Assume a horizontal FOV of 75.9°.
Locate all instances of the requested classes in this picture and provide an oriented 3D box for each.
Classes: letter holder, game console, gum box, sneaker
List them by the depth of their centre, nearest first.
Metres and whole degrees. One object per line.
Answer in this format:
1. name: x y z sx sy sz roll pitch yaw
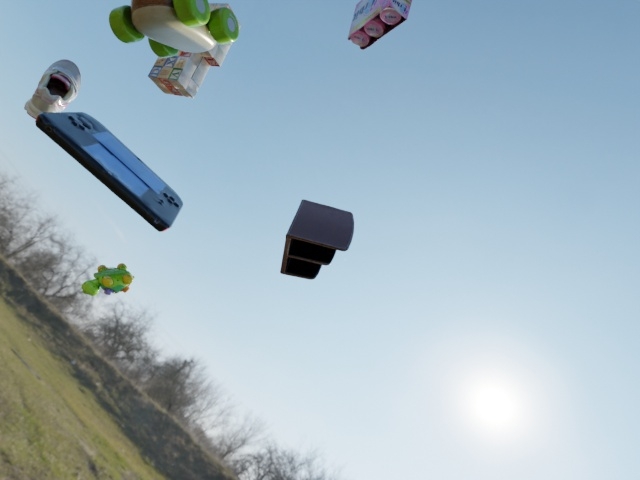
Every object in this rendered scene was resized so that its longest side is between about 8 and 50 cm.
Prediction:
1. gum box: 0.148 -0.580 1.044 0.062 0.107 0.188 21 -10 -28
2. game console: -0.550 -0.199 1.140 0.386 0.060 0.342 45 0 -20
3. sneaker: -0.765 -0.456 1.212 0.111 0.253 0.103 -27 -41 31
4. letter holder: 0.000 0.000 1.452 0.214 0.302 0.152 13 -61 1

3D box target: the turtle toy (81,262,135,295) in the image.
1. turtle toy: -0.567 0.111 1.101 0.095 0.130 0.066 35 -59 47

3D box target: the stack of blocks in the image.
1. stack of blocks: -0.398 -0.608 1.310 0.171 0.298 0.087 16 -14 24

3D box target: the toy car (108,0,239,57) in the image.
1. toy car: -0.229 -0.407 0.641 0.154 0.149 0.189 0 -84 23
